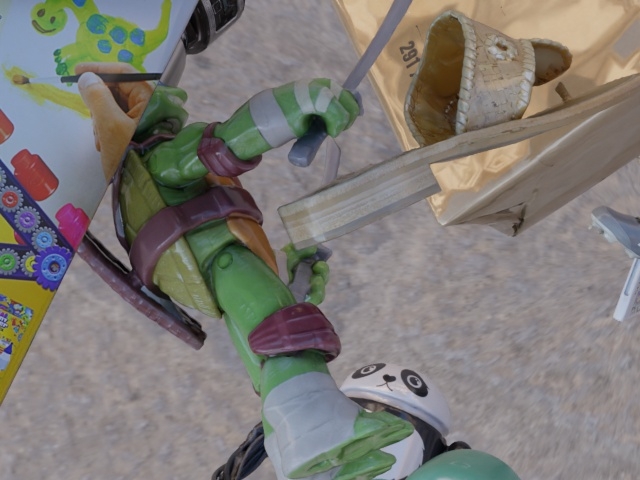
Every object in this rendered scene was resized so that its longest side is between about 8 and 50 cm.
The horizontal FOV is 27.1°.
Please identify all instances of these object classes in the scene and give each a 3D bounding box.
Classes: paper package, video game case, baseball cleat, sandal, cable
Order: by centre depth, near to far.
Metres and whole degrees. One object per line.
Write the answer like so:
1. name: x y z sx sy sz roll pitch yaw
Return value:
1. sandal: 0.071 -0.077 0.674 0.240 0.088 0.079 -26 95 -31
2. paper package: 0.198 -0.214 1.322 0.309 0.168 0.325 -37 68 28
3. cable: -0.035 0.238 1.397 0.184 0.150 0.047 -34 120 -22
4. baseball cleat: 0.442 -0.008 1.674 0.206 0.072 0.109 31 108 -16
5. video game case: 0.456 0.031 1.794 0.019 0.157 0.143 27 113 29

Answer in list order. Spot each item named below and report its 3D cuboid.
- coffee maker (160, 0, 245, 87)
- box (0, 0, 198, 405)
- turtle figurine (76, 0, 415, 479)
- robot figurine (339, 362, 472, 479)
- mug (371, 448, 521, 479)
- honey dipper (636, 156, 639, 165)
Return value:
1. coffee maker: -0.162 -0.151 0.944 0.171 0.178 0.120 23 139 4
2. box: -0.214 -0.087 0.651 0.177 0.290 0.279 31 75 -27
3. turtle figurine: 0.000 0.000 0.775 0.198 0.275 0.266 -41 64 43
4. robot figurine: 0.076 0.303 1.820 0.209 0.173 0.278 31 66 -20
5. mug: 0.119 0.279 1.289 0.158 0.097 0.129 -23 85 23
6. honey dipper: 0.359 -0.107 1.665 0.161 0.030 0.030 -1 89 -6
